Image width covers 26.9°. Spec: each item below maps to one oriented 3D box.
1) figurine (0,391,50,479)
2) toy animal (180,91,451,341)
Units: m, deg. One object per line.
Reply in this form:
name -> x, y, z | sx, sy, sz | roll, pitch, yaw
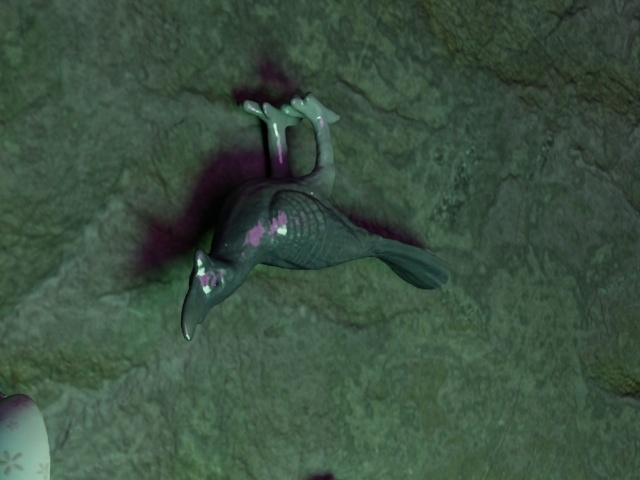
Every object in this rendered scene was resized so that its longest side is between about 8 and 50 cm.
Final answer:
figurine -> -0.335, 0.097, 0.854 | 0.316, 0.206, 0.284 | 24, 75, -45
toy animal -> -0.017, -0.033, 1.222 | 0.367, 0.081, 0.205 | -7, 86, -51
